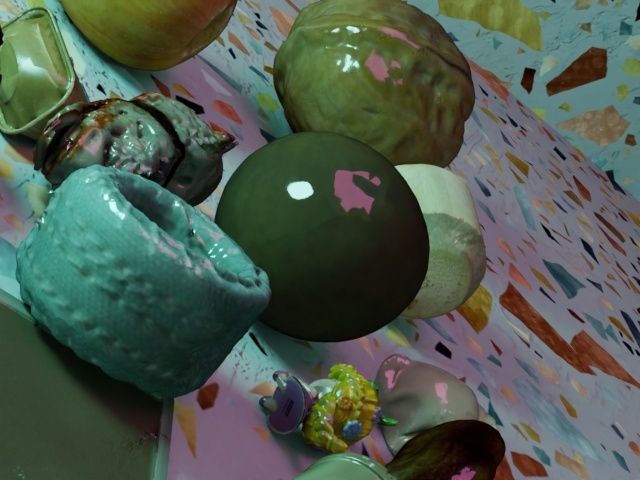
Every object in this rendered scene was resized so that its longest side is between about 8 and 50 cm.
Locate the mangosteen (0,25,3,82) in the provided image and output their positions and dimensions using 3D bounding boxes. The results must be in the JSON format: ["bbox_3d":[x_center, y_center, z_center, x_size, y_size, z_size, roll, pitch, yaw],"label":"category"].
[{"bbox_3d":[-0.391,-0.176,1.189,0.180,0.166,0.166,20,32,-34],"label":"mangosteen"}]

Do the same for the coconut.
[{"bbox_3d":[0.131,-0.005,1.784,0.202,0.202,0.222,34,27,-27],"label":"coconut"}]

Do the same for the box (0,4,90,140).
[{"bbox_3d":[-0.323,-0.186,1.412,0.111,0.111,0.177,22,30,-45],"label":"box"}]

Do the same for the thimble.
[{"bbox_3d":[-0.172,0.034,1.192,0.235,0.143,0.198,36,9,-23],"label":"thimble"}]

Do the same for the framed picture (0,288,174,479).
[{"bbox_3d":[-0.226,0.172,1.052,0.232,0.019,0.296,36,24,-21],"label":"framed picture"}]

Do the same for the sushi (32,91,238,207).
[{"bbox_3d":[-0.208,-0.089,1.413,0.130,0.124,0.332,48,23,6],"label":"sushi"}]

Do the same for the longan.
[{"bbox_3d":[0.000,0.000,1.475,0.258,0.258,0.258,38,22,-19],"label":"longan"}]

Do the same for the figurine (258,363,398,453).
[{"bbox_3d":[0.026,0.193,1.365,0.156,0.095,0.115,15,25,-46],"label":"figurine"}]

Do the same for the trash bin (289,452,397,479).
[{"bbox_3d":[0.015,0.317,1.099,0.243,0.121,0.247,52,25,16],"label":"trash bin"}]

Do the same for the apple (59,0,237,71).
[{"bbox_3d":[-0.238,-0.363,1.708,0.241,0.242,0.242,44,21,1],"label":"apple"}]

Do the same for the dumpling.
[{"bbox_3d":[0.130,0.225,1.532,0.169,0.100,0.134,48,55,-35],"label":"dumpling"}]

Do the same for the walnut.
[{"bbox_3d":[0.080,-0.248,2.013,0.344,0.306,0.306,37,22,-38],"label":"walnut"}]

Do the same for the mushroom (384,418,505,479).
[{"bbox_3d":[0.159,0.320,1.376,0.227,0.148,0.217,-27,91,-59],"label":"mushroom"}]
